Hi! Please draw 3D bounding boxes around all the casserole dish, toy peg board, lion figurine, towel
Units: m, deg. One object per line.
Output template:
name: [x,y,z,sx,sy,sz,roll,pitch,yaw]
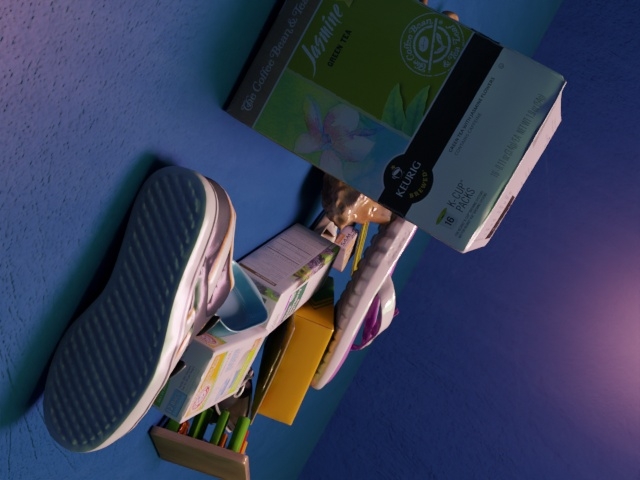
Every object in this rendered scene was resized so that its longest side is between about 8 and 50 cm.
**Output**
casserole dish: [-0.134,0.080,1.111,0.037,0.114,0.188,-35,173,16]
toy peg board: [-0.187,0.336,1.359,0.160,0.161,0.079,96,13,-60]
lion figurine: [0.096,-0.216,1.329,0.240,0.142,0.392,-38,141,-41]
towel: [0.103,-0.035,1.810,0.102,0.021,0.237,-71,174,-54]

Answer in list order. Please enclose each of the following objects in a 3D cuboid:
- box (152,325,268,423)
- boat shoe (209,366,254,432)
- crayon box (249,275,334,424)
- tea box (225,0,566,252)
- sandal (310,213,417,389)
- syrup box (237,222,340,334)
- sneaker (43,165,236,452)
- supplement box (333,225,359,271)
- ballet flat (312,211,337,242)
box: [-0.172,0.162,1.131,0.114,0.103,0.203,-63,167,8]
boat shoe: [-0.155,0.236,1.380,0.114,0.091,0.302,-53,165,-28]
crayon box: [-0.048,0.192,1.474,0.318,0.081,0.202,-84,-163,-73]
tea box: [0.111,-0.157,1.021,0.220,0.323,0.329,-61,168,8]
sandal: [0.098,0.105,1.432,0.416,0.102,0.169,-63,-175,17]
syrup box: [-0.065,0.061,1.335,0.237,0.096,0.093,-39,155,-60]
sneaker: [-0.179,0.081,0.883,0.321,0.126,0.127,-62,161,3]
supplement box: [0.053,0.017,1.808,0.062,0.036,0.098,-54,165,-29]
ballet flat: [0.000,0.000,1.540,0.168,0.052,0.057,-52,164,-32]
